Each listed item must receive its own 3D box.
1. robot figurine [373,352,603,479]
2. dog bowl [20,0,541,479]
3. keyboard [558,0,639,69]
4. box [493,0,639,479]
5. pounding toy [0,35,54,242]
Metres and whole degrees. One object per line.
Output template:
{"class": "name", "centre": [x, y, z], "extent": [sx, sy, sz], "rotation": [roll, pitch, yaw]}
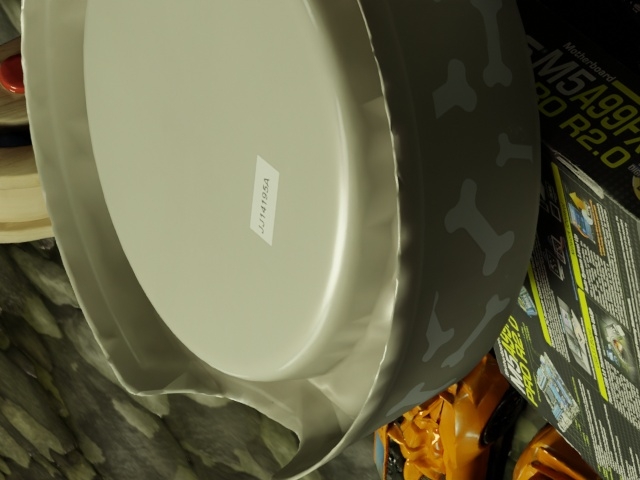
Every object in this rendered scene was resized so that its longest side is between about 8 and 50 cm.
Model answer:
{"class": "robot figurine", "centre": [0.110, 0.180, 1.251], "extent": [0.211, 0.085, 0.291], "rotation": [37, 151, 23]}
{"class": "dog bowl", "centre": [-0.026, -0.060, 0.926], "extent": [0.349, 0.102, 0.349], "rotation": [29, 126, 50]}
{"class": "keyboard", "centre": [0.140, -0.116, 0.867], "extent": [0.192, 0.038, 0.100], "rotation": [47, 154, 4]}
{"class": "box", "centre": [0.147, 0.026, 0.939], "extent": [0.216, 0.060, 0.270], "rotation": [47, 163, 45]}
{"class": "pounding toy", "centre": [-0.167, -0.101, 1.192], "extent": [0.155, 0.269, 0.154], "rotation": [101, 162, -58]}
